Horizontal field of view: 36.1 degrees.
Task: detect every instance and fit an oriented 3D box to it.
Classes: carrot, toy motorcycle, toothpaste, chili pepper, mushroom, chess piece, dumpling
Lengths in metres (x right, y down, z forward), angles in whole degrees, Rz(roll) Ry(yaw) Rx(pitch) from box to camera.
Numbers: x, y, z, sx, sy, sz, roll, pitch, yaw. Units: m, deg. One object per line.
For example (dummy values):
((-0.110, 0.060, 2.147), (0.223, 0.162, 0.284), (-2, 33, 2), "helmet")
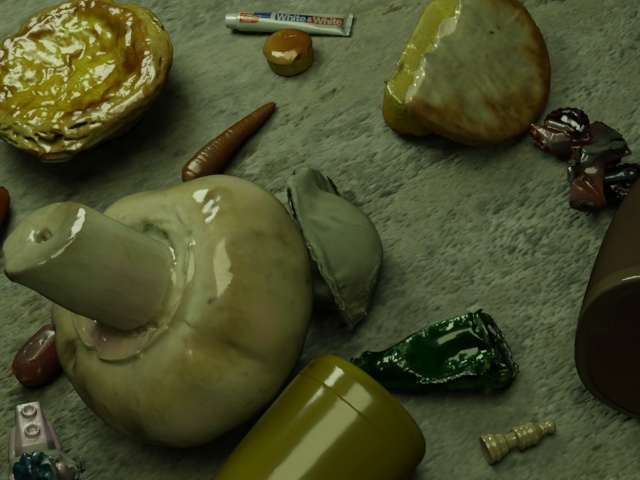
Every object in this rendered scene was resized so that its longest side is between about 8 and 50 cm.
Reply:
((-0.139, -0.154, 1.530), (0.048, 0.048, 0.216), (27, 59, 26), "carrot")
((0.366, -0.113, 1.379), (0.118, 0.084, 0.212), (-27, 47, -8), "toy motorcycle")
((-0.054, -0.372, 1.677), (0.218, 0.033, 0.052), (4, 60, 8), "toothpaste")
((0.141, 0.150, 1.247), (0.216, 0.062, 0.108), (-5, 48, 7), "chili pepper")
((-0.181, 0.056, 1.206), (0.325, 0.353, 0.353), (-34, 56, -18), "mushroom")
((0.240, 0.237, 1.183), (0.092, 0.035, 0.035), (-19, 53, -8), "chess piece")
((0.000, 0.000, 1.313), (0.142, 0.172, 0.247), (-22, 54, 13), "dumpling")
((-0.326, 0.281, 1.155), (0.108, 0.204, 0.239), (-23, 56, -27), "toy motorcycle")

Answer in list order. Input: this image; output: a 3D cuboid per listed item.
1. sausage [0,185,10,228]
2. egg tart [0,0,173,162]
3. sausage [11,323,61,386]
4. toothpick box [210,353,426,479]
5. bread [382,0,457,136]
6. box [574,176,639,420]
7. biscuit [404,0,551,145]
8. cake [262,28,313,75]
((-0.542, 0.026, 1.448), (0.089, 0.083, 0.300), (-5, 52, 22), "sausage")
((-0.386, -0.251, 1.591), (0.341, 0.129, 0.341), (-5, 55, 8), "egg tart")
((-0.380, 0.156, 1.342), (0.059, 0.054, 0.094), (29, 64, 27), "sausage")
((-0.024, 0.279, 1.117), (0.175, 0.175, 0.271), (34, 70, 29), "toothpick box")
((0.173, -0.267, 1.521), (0.102, 0.094, 0.245), (19, 61, 12), "bread")
((0.442, 0.057, 1.118), (0.301, 0.301, 0.216), (9, 52, 17), "box")
((0.248, -0.252, 1.467), (0.204, 0.040, 0.309), (34, 60, -10), "biscuit")
((-0.052, -0.312, 1.623), (0.084, 0.044, 0.084), (-6, 52, 8), "cake")
